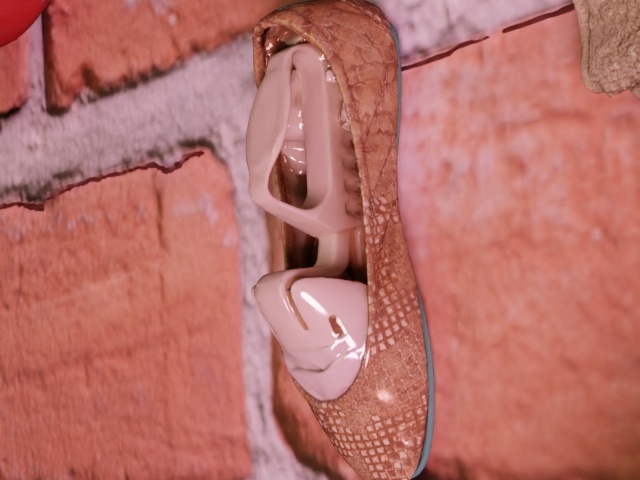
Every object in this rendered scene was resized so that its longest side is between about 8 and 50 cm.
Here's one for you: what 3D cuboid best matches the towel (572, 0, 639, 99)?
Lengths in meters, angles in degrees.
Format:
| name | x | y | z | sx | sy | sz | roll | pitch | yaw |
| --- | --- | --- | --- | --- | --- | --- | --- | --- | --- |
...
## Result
| name | x | y | z | sx | sy | sz | roll | pitch | yaw |
| --- | --- | --- | --- | --- | --- | --- | --- | --- | --- |
| towel | 0.131 | -0.115 | 0.459 | 0.148 | 0.027 | 0.110 | -26 | 68 | 49 |

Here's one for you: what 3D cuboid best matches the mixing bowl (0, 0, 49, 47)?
| name | x | y | z | sx | sy | sz | roll | pitch | yaw |
| --- | --- | --- | --- | --- | --- | --- | --- | --- | --- |
| mixing bowl | -0.212 | -0.178 | 0.850 | 0.181 | 0.098 | 0.181 | -6 | 82 | 52 |

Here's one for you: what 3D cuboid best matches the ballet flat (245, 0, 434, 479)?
| name | x | y | z | sx | sy | sz | roll | pitch | yaw |
| --- | --- | --- | --- | --- | --- | --- | --- | --- | --- |
| ballet flat | 0.000 | 0.000 | 0.589 | 0.073 | 0.067 | 0.206 | -20 | 73 | 49 |
